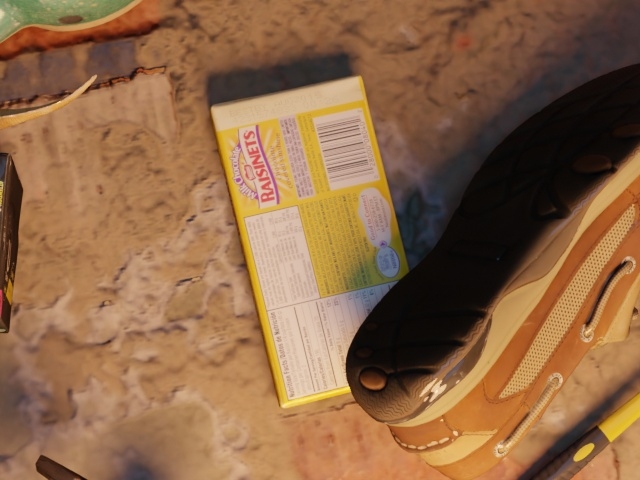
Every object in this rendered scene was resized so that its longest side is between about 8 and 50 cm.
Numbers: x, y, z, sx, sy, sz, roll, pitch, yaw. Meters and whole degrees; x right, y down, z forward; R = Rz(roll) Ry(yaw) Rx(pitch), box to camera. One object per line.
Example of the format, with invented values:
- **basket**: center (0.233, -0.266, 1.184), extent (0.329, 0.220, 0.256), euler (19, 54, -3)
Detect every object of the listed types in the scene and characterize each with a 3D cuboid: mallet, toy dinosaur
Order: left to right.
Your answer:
- **toy dinosaur**: center (-0.233, -0.075, 1.140), extent (0.183, 0.092, 0.053), euler (0, 83, -5)
- **mallet**: center (0.187, 0.116, 1.187), extent (0.189, 0.039, 0.062), euler (-32, 86, -5)

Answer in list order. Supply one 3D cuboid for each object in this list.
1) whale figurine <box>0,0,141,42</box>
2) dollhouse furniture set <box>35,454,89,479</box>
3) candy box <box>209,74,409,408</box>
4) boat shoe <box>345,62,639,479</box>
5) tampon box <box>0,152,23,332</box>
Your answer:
- **whale figurine**: center (-0.221, -0.229, 1.138), extent (0.272, 0.141, 0.216), euler (4, 83, -4)
- **dollhouse furniture set**: center (-0.221, 0.227, 1.104), extent (0.242, 0.161, 0.212), euler (32, 80, -23)
- **candy box**: center (0.000, 0.000, 1.186), extent (0.105, 0.027, 0.206), euler (-13, 84, -6)
- **boat shoe**: center (0.149, 0.018, 1.165), extent (0.324, 0.122, 0.120), euler (-47, 121, -18)
- **tampon box**: center (-0.272, -0.001, 1.113), extent (0.161, 0.120, 0.101), euler (4, 82, -5)
